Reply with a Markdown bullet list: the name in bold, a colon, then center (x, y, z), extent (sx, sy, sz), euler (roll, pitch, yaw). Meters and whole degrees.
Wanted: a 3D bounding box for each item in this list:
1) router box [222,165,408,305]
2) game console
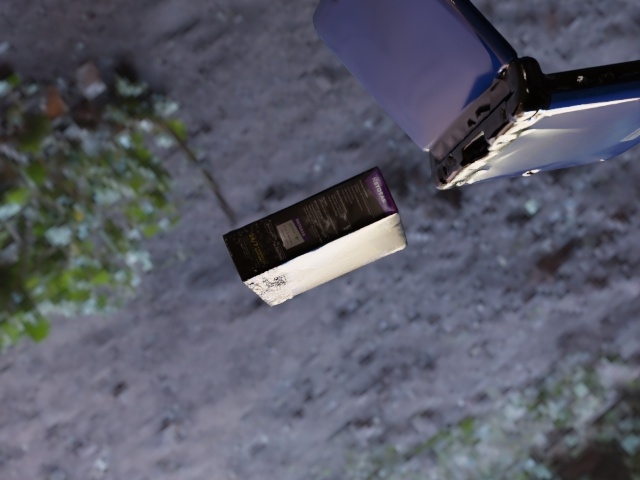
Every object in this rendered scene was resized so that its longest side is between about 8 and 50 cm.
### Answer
- **router box**: center (0.000, 0.000, 1.310), extent (0.133, 0.046, 0.179), euler (-24, 170, 2)
- **game console**: center (0.148, -0.154, 1.261), extent (0.250, 0.173, 0.293), euler (-10, 173, -10)
